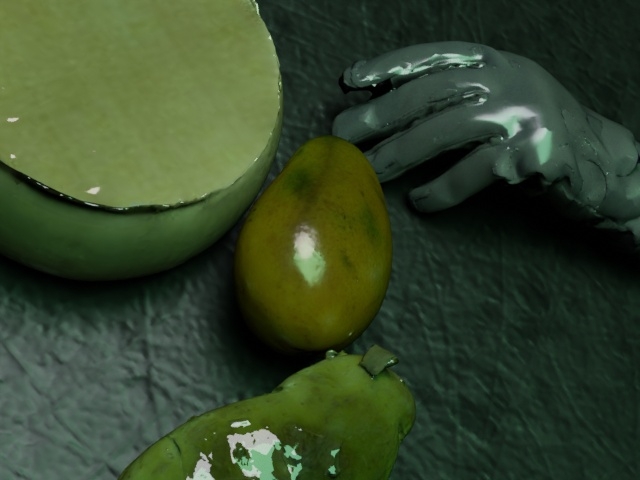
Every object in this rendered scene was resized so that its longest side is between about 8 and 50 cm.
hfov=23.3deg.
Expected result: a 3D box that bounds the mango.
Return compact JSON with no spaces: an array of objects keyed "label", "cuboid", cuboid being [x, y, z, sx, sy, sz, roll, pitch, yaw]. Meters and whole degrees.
[{"label":"mango","cuboid":[0.001,0.005,1.017,0.111,0.089,0.163,64,37,-24]}]

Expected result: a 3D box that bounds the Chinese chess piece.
[{"label":"Chinese chess piece","cuboid":[-0.145,-0.096,1.011,0.249,0.103,0.250,9,61,-17]}]

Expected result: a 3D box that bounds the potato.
[{"label":"potato","cuboid":[-0.033,0.146,0.930,0.225,0.090,0.117,-31,106,-25]}]

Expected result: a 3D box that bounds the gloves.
[{"label":"gloves","cuboid":[0.146,-0.069,1.116,0.285,0.119,0.142,15,29,-9]}]
